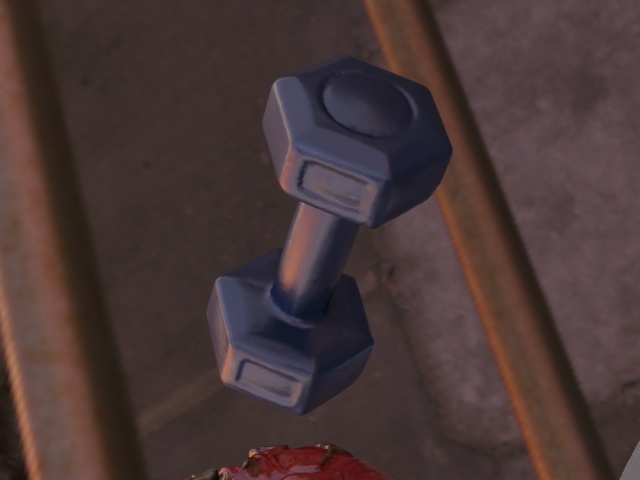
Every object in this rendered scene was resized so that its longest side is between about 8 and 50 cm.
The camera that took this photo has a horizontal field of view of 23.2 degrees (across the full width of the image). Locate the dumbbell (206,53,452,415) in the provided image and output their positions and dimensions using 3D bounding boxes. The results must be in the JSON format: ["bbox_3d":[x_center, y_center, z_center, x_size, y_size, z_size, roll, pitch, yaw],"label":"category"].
[{"bbox_3d":[0.000,0.000,1.353,0.325,0.144,0.160,111,151,-43],"label":"dumbbell"}]

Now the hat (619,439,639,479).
[{"bbox_3d":[0.281,0.188,1.000,0.173,0.144,0.166,-29,21,55],"label":"hat"}]

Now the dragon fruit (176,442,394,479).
[{"bbox_3d":[-0.006,0.210,0.900,0.172,0.172,0.209,-32,87,28],"label":"dragon fruit"}]
